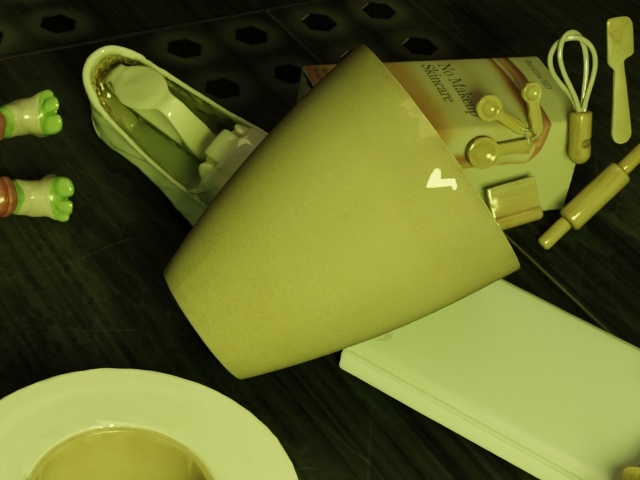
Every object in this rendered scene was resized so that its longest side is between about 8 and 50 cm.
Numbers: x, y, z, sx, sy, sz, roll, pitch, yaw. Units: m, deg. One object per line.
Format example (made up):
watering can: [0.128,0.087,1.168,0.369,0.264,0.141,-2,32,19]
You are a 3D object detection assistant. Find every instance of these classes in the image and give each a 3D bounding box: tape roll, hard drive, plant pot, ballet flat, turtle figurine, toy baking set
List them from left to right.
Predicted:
turtle figurine: [-0.365,-0.080,1.360,0.266,0.275,0.198,-9,56,-36]
tape roll: [-0.160,0.231,1.106,0.286,0.100,0.286,6,38,-5]
ballet flat: [-0.119,-0.091,1.488,0.400,0.139,0.139,34,44,30]
plant pot: [0.000,0.000,1.304,0.274,0.256,0.256,-35,47,1]
hard drive: [0.201,0.132,1.364,0.307,0.040,0.203,28,41,21]
toy baking set: [0.272,-0.116,1.528,0.256,0.197,0.030,-39,26,-4]

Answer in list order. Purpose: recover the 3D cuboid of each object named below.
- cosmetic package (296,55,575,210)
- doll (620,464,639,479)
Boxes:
cosmetic package: [0.129,-0.116,1.591,0.296,0.129,0.153,-5,39,-20]
doll: [0.339,0.199,1.267,0.189,0.046,0.129,-17,87,-49]
